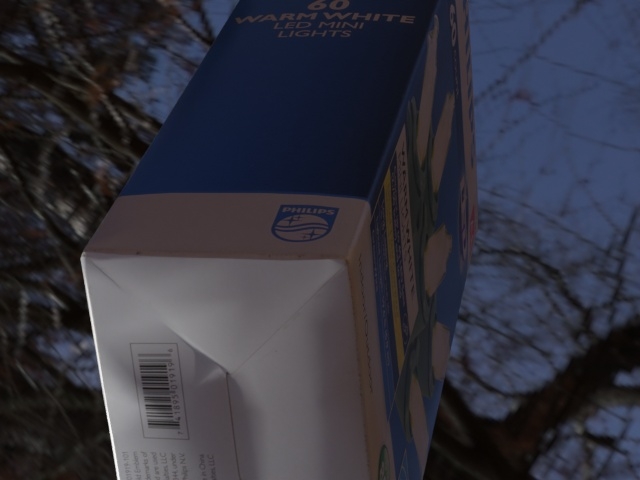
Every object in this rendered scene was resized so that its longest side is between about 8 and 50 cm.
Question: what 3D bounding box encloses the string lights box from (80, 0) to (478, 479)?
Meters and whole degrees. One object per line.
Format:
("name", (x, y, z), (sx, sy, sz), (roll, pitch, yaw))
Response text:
("string lights box", (0.000, 0.000, 0.602), (0.077, 0.259, 0.133), (1, -61, 12))
